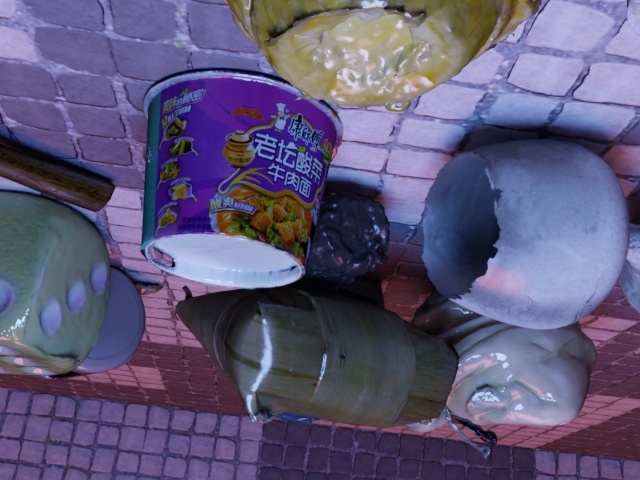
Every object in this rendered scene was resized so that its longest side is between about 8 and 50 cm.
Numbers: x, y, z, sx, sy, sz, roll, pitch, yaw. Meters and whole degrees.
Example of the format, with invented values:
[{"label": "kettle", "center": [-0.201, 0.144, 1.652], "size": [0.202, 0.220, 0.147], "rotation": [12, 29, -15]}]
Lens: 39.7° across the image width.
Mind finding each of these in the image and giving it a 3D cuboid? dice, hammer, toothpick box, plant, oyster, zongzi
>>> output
[{"label": "dice", "center": [-0.503, 0.074, 1.440], "size": [0.254, 0.250, 0.252], "rotation": [1, 159, 12]}, {"label": "hammer", "center": [-0.444, -0.110, 1.168], "size": [0.242, 0.095, 0.409], "rotation": [-12, 155, 39]}, {"label": "toothpick box", "center": [-0.497, 0.164, 1.764], "size": [0.229, 0.229, 0.316], "rotation": [19, 157, -32]}, {"label": "plant", "center": [0.000, 0.000, 1.258], "size": [0.131, 0.142, 0.203], "rotation": [12, 172, -37]}, {"label": "oyster", "center": [-0.355, 0.093, 1.775], "size": [0.083, 0.019, 0.054], "rotation": [2, 158, 16]}, {"label": "zongzi", "center": [0.026, 0.172, 1.349], "size": [0.447, 0.181, 0.418], "rotation": [17, 179, -27]}]

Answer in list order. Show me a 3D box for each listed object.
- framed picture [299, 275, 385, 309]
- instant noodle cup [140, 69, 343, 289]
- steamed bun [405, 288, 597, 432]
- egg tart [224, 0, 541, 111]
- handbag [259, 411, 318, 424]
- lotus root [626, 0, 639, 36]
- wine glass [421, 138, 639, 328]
[{"label": "framed picture", "center": [0.040, 0.166, 1.505], "size": [0.209, 0.281, 0.019], "rotation": [18, 139, -33]}, {"label": "instant noodle cup", "center": [-0.104, -0.058, 1.061], "size": [0.251, 0.190, 0.251], "rotation": [5, 160, 2]}, {"label": "steamed bun", "center": [0.268, 0.173, 1.493], "size": [0.346, 0.237, 0.394], "rotation": [-10, -178, -26]}, {"label": "egg tart", "center": [0.048, -0.197, 0.766], "size": [0.290, 0.115, 0.290], "rotation": [5, 161, 2]}, {"label": "handbag", "center": [-0.058, 0.268, 1.870], "size": [0.144, 0.221, 0.057], "rotation": [15, 157, -18]}, {"label": "lotus root", "center": [0.301, -0.212, 0.700], "size": [0.112, 0.081, 0.122], "rotation": [17, 157, -23]}, {"label": "wine glass", "center": [0.297, -0.003, 1.054], "size": [0.323, 0.238, 0.238], "rotation": [3, 162, -22]}]
